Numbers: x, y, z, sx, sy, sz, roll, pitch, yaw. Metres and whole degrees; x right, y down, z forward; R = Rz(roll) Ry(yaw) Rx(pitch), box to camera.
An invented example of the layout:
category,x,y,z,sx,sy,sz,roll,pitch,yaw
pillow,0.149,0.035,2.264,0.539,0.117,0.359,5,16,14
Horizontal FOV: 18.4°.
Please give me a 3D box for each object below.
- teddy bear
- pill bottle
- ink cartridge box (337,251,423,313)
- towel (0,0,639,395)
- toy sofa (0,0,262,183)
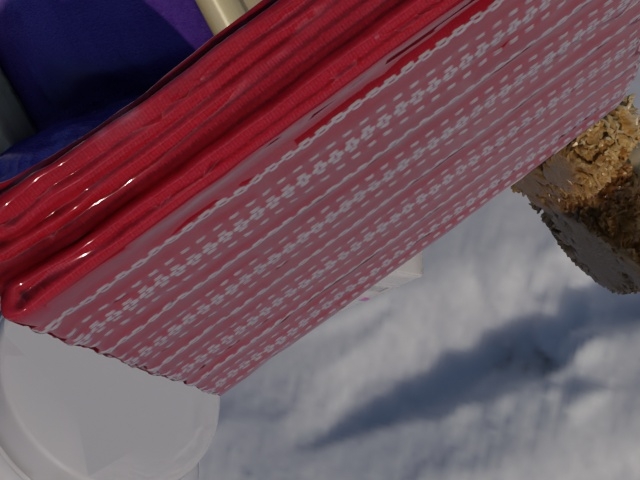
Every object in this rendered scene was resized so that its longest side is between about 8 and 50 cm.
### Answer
category,x,y,z,sx,sy,sz,roll,pitch,yaw
teddy bear,0.166,-0.108,1.504,0.113,0.338,0.245,-47,-3,-12
pill bottle,-0.187,0.140,1.094,0.323,0.181,0.181,-40,47,46
ink cartridge box,0.000,0.000,1.548,0.143,0.092,0.090,-26,61,50
towel,0.014,-0.029,0.581,0.199,0.275,0.031,-35,78,1
toy sofa,-0.155,-0.137,1.435,0.362,0.177,0.150,-12,108,52
